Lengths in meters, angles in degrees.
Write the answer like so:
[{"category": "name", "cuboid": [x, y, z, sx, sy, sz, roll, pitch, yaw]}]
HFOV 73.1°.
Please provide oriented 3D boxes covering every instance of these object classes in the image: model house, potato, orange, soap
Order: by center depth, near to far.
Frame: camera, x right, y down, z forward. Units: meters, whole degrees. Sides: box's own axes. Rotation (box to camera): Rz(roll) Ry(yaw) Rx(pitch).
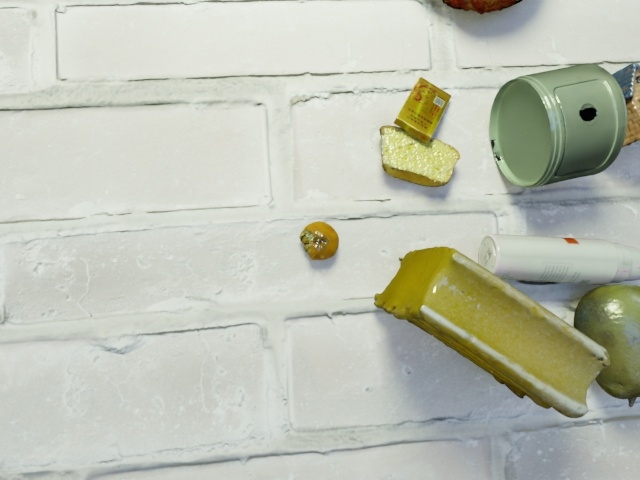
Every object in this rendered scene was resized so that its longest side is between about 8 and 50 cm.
[{"category": "soap", "cuboid": [0.294, 0.158, 0.814, 0.335, 0.293, 0.156, 34, 81, 0]}, {"category": "potato", "cuboid": [0.635, 0.218, 0.906, 0.174, 0.159, 0.251, -8, 81, 23]}, {"category": "orange", "cuboid": [0.000, 0.000, 0.917, 0.086, 0.062, 0.086, 1, 86, -7]}, {"category": "model house", "cuboid": [0.688, -0.305, 0.945, 0.183, 0.166, 0.172, -23, 84, -17]}]

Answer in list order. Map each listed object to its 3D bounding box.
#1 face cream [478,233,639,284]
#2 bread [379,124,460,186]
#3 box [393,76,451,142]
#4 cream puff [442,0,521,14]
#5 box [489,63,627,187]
[{"category": "face cream", "cuboid": [0.527, 0.042, 0.933, 0.345, 0.102, 0.102, 3, 86, -5]}, {"category": "bread", "cuboid": [0.205, -0.182, 0.944, 0.187, 0.065, 0.103, 14, 83, -7]}, {"category": "box", "cuboid": [0.225, -0.288, 0.944, 0.089, 0.022, 0.156, 30, 59, -3]}, {"category": "cream puff", "cuboid": [0.348, -0.663, 0.909, 0.350, 0.228, 0.350, 0, 83, -4]}, {"category": "box", "cuboid": [0.472, -0.230, 0.885, 0.149, 0.226, 0.226, -13, 87, -5]}]
